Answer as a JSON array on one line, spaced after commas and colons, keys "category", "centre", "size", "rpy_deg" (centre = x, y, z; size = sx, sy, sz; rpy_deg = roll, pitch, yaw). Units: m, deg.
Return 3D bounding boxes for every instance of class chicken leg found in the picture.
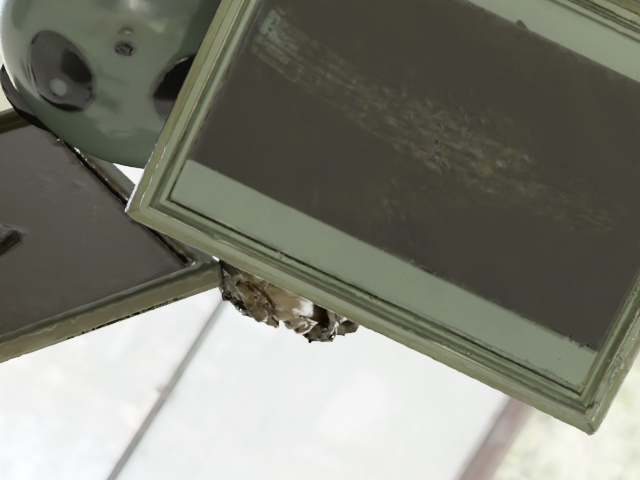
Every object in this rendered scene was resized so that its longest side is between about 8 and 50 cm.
[{"category": "chicken leg", "centre": [-0.001, 0.008, 1.311], "size": [0.080, 0.125, 0.196], "rpy_deg": [7, 177, 23]}]

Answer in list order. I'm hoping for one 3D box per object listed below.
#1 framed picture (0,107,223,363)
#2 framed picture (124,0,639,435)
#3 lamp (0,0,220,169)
[{"category": "framed picture", "centre": [-0.244, -0.003, 1.329], "size": [0.335, 0.247, 0.022], "rpy_deg": [39, 143, 54]}, {"category": "framed picture", "centre": [0.069, -0.052, 1.045], "size": [0.293, 0.231, 0.018], "rpy_deg": [25, -168, 0]}, {"category": "lamp", "centre": [-0.096, -0.158, 1.156], "size": [0.198, 0.244, 0.197], "rpy_deg": [4, -148, -3]}]
